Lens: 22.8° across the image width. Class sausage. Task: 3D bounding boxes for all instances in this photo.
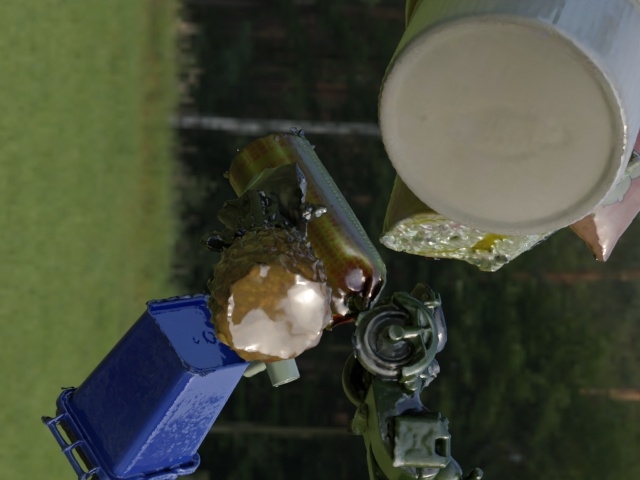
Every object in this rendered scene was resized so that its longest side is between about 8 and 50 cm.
[{"bbox_3d":[0.002,-0.001,2.047,0.317,0.125,0.117,57,0,32],"label":"sausage"}]

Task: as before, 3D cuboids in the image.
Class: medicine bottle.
[{"bbox_3d":[0.184,-0.182,1.273,0.384,0.224,0.224,-62,162,-52],"label":"medicine bottle"}]

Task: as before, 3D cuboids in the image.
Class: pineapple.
[{"bbox_3d":[-0.045,0.014,1.388,0.237,0.119,0.111,-103,-177,-65],"label":"pineapple"}]

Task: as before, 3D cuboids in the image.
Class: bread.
[{"bbox_3d":[0.175,-0.070,1.541,0.156,0.261,0.158,53,-26,10],"label":"bread"}]

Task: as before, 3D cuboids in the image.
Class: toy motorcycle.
[{"bbox_3d":[0.095,0.184,1.623,0.205,0.127,0.275,106,-25,-68],"label":"toy motorcycle"}]

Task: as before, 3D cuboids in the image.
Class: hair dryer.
[{"bbox_3d":[-0.072,0.158,1.983,0.124,0.038,0.063,-33,-106,56],"label":"hair dryer"}]

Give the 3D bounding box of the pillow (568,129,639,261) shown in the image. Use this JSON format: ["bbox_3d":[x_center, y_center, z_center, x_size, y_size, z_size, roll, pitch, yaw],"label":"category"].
[{"bbox_3d":[0.365,-0.122,2.066,0.236,0.223,0.084,-47,-163,-3],"label":"pillow"}]

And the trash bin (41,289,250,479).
[{"bbox_3d":[-0.209,0.188,1.960,0.162,0.184,0.234,54,-55,24],"label":"trash bin"}]
